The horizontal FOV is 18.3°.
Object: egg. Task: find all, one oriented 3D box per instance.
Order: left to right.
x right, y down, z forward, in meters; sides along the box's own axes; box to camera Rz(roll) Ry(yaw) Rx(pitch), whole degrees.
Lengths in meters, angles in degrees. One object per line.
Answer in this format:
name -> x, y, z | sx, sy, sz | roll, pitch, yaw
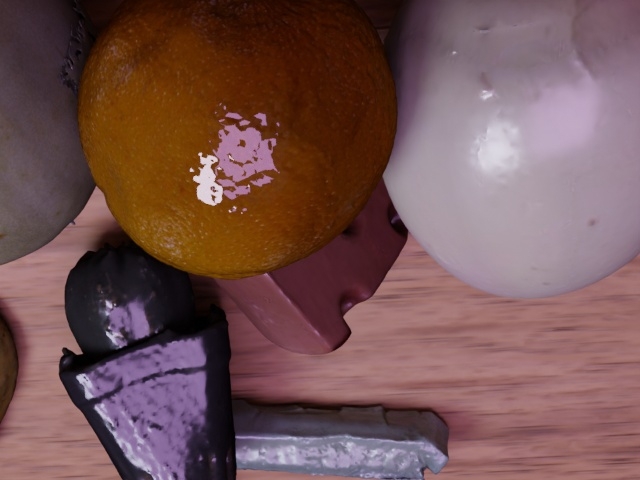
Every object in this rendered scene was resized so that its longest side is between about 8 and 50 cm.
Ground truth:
egg -> 0.183, -0.102, 1.654 | 0.283, 0.283, 0.345 | 8, 126, -4

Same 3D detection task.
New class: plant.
plant -> -0.158, 0.123, 1.861 | 0.164, 0.142, 0.256 | -15, 97, -2

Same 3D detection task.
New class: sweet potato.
sweet potato -> -0.340, 0.145, 1.944 | 0.081, 0.062, 0.233 | 14, 117, -6

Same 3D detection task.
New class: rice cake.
rice cake -> -0.040, 0.195, 1.961 | 0.336, 0.066, 0.063 | 4, 120, -2

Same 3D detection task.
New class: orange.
orange -> -0.069, -0.094, 1.569 | 0.264, 0.264, 0.264 | 1, 121, 1

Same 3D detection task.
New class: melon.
melon -> -0.308, -0.121, 1.660 | 0.268, 0.268, 0.330 | -23, 125, 14

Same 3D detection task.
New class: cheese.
cheese -> -0.014, 0.019, 1.790 | 0.203, 0.177, 0.128 | -30, 116, 18
